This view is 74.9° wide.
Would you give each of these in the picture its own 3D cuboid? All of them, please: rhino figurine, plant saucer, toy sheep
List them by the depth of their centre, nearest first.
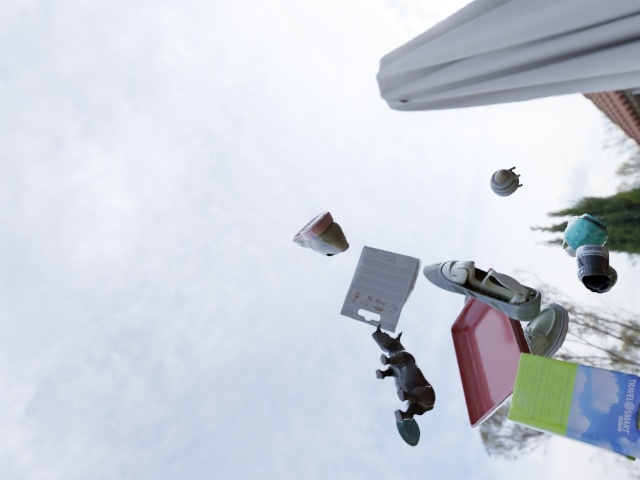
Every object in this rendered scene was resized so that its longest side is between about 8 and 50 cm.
[{"bbox_3d":[0.371,0.236,0.912,0.047,0.259,0.259,7,-134,-4],"label":"plant saucer"},{"bbox_3d":[0.183,0.292,0.968,0.106,0.243,0.073,5,-52,-26],"label":"rhino figurine"},{"bbox_3d":[0.558,-0.174,1.261,0.132,0.091,0.091,40,-118,-48],"label":"toy sheep"},{"bbox_3d":[0.314,0.658,1.468,0.119,0.021,0.119,32,-146,-24],"label":"plant saucer"}]

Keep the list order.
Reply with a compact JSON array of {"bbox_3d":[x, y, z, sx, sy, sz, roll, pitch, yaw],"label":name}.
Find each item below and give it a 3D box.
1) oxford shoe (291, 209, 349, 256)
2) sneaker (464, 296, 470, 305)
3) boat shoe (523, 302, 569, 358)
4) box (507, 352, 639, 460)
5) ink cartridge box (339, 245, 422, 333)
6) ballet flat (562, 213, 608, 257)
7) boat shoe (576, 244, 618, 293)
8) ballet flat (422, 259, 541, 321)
[{"bbox_3d":[0.000,0.000,1.447,0.140,0.397,0.146,-44,-84,-5],"label":"oxford shoe"},{"bbox_3d":[0.496,0.178,1.196,0.216,0.121,0.079,8,-98,-55],"label":"sneaker"},{"bbox_3d":[0.632,0.317,1.251,0.094,0.109,0.302,27,-86,-32],"label":"boat shoe"},{"bbox_3d":[0.375,0.235,0.604,0.042,0.178,0.109,33,-111,-34],"label":"box"},{"bbox_3d":[0.177,0.140,1.224,0.056,0.180,0.225,35,-108,-59],"label":"ink cartridge box"},{"bbox_3d":[0.554,-0.006,0.891,0.247,0.083,0.087,1,-53,-58],"label":"ballet flat"},{"bbox_3d":[0.378,0.050,0.575,0.142,0.049,0.040,34,-120,-45],"label":"boat shoe"},{"bbox_3d":[0.282,0.070,0.740,0.072,0.213,0.068,-42,-40,-30],"label":"ballet flat"}]
